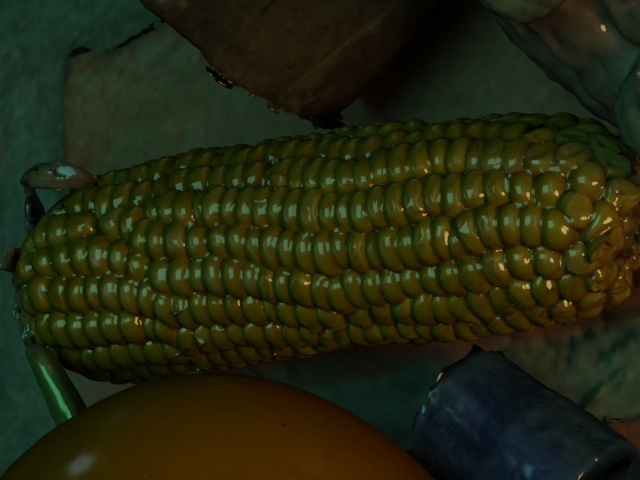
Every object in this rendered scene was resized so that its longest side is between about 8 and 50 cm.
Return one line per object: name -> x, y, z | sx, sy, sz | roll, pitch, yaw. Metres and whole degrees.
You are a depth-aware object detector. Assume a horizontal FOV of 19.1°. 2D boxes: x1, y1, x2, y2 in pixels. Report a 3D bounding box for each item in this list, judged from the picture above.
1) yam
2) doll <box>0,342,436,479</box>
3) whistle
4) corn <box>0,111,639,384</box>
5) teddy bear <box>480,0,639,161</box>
yam -> 0.030, -0.172, 0.774 | 0.238, 0.129, 0.128 | -49, 57, 16
doll -> -0.040, 0.143, 0.723 | 0.213, 0.213, 0.236 | -63, 17, 6
whistle -> 0.154, 0.138, 0.652 | 0.304, 0.062, 0.062 | 36, 100, 35
corn -> 0.000, 0.000, 0.775 | 0.293, 0.106, 0.106 | -9, 74, 30
teddy bear -> 0.172, -0.149, 0.659 | 0.236, 0.151, 0.267 | 45, 113, -4
